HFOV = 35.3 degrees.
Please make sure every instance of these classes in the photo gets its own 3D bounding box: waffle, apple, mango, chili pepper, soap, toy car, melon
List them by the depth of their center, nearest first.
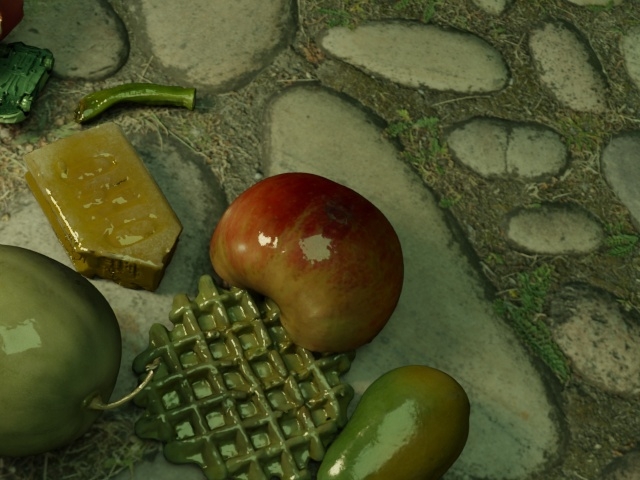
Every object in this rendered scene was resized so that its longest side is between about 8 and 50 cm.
[{"bbox_3d":[-0.390,0.135,1.267,0.272,0.272,0.308,-26,53,-25],"label":"melon"},{"bbox_3d":[0.104,0.278,1.380,0.156,0.114,0.251,49,61,-6],"label":"mango"},{"bbox_3d":[-0.106,0.198,1.411,0.309,0.056,0.292,26,58,1],"label":"waffle"},{"bbox_3d":[0.000,0.000,1.451,0.293,0.163,0.251,40,44,12],"label":"apple"},{"bbox_3d":[-0.309,-0.039,1.481,0.160,0.080,0.257,-26,70,-24],"label":"soap"},{"bbox_3d":[-0.479,-0.241,1.568,0.093,0.058,0.186,15,47,-5],"label":"toy car"},{"bbox_3d":[-0.297,-0.225,1.611,0.202,0.050,0.052,-8,27,-15],"label":"chili pepper"}]

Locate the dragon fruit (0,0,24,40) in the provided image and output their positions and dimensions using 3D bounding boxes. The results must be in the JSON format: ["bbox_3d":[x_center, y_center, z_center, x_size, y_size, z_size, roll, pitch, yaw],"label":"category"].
[{"bbox_3d":[-0.585,-0.360,1.475,0.290,0.290,0.189,21,53,-1],"label":"dragon fruit"}]
